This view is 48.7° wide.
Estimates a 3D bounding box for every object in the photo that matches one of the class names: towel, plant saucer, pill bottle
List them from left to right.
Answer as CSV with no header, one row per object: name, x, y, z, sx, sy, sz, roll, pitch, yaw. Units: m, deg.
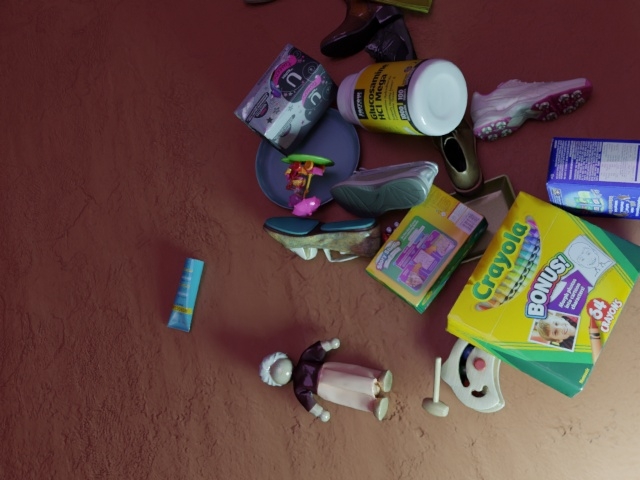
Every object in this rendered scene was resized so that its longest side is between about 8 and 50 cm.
plant saucer,-0.034,-0.232,2.014,0.318,0.044,0.317,-6,71,19
towel,0.204,-0.714,2.022,0.237,0.021,0.102,15,59,5
pill bottle,0.198,-0.369,1.834,0.334,0.188,0.187,13,78,52
plant saucer,0.411,-0.049,1.779,0.188,0.045,0.188,-20,68,15

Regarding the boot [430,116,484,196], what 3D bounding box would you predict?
boot,0.341,-0.263,1.819,0.112,0.115,0.305,-24,52,14

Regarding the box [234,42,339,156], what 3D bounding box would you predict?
box,-0.089,-0.387,1.968,0.142,0.163,0.247,38,90,28

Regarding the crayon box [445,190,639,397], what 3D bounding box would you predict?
crayon box,0.507,0.113,1.591,0.313,0.106,0.363,29,72,16

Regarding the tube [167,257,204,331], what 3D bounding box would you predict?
tube,-0.385,0.155,2.034,0.080,0.052,0.207,8,83,35

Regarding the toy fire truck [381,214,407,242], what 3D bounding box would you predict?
toy fire truck,0.228,0.012,1.832,0.192,0.047,0.135,-36,65,7

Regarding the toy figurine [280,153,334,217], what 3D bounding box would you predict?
toy figurine,-0.052,-0.143,1.920,0.173,0.130,0.159,5,85,45

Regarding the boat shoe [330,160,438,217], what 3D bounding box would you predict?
boat shoe,0.158,-0.138,1.812,0.320,0.118,0.103,-10,35,49

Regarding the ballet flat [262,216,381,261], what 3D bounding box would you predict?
ballet flat,0.000,0.000,1.896,0.349,0.123,0.123,2,75,27

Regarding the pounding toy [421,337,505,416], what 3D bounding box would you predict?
pounding toy,0.357,0.304,1.629,0.154,0.155,0.269,27,85,31

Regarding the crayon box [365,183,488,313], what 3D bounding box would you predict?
crayon box,0.262,0.018,1.745,0.165,0.081,0.278,37,89,26

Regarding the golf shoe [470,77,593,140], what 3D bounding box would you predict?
golf shoe,0.526,-0.366,1.798,0.306,0.115,0.140,-17,65,15

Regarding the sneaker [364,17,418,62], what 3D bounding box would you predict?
sneaker,0.205,-0.508,1.983,0.130,0.087,0.227,-22,64,16

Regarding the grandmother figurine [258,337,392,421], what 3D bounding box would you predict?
grandmother figurine,0.004,0.346,1.791,0.343,0.104,0.207,6,68,20

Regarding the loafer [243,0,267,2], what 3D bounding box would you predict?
loafer,-0.119,-0.836,2.195,0.320,0.111,0.112,-19,68,15

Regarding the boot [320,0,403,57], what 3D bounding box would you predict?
boot,0.075,-0.699,2.086,0.264,0.096,0.280,-30,65,11

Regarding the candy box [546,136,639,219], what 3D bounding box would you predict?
candy box,0.681,-0.131,1.574,0.317,0.268,0.122,7,80,23
